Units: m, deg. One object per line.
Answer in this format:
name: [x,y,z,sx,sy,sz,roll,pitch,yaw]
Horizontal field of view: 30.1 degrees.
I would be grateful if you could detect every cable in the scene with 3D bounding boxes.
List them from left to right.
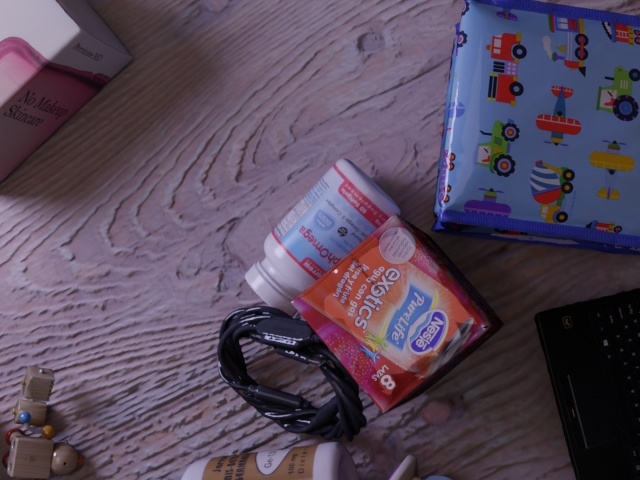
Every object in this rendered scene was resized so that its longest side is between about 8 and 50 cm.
cable: [-0.030,0.136,1.206,0.184,0.047,0.150,4,129,39]

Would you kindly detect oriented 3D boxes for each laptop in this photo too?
laptop: [0.362,0.147,1.099,0.264,0.136,0.234,-10,83,-31]

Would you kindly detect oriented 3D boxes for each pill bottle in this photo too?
pill bottle: [-0.079,0.280,1.196,0.229,0.131,0.131,-10,85,12]
pill bottle: [0.000,0.000,1.215,0.087,0.087,0.160,44,97,11]

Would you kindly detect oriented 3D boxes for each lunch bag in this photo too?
lunch bag: [0.267,-0.104,1.153,0.293,0.138,0.221,7,86,3]

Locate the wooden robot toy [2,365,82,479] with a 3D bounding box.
wooden robot toy: [-0.298,0.225,1.293,0.079,0.076,0.173,10,89,-23]

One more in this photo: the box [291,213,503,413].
box: [0.080,0.069,1.107,0.122,0.257,0.128,-41,80,6]

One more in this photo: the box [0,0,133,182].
box: [-0.342,-0.175,1.267,0.232,0.148,0.127,-41,80,8]

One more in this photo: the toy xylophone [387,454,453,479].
toy xylophone: [0.187,0.325,1.097,0.322,0.236,0.081,15,117,10]
